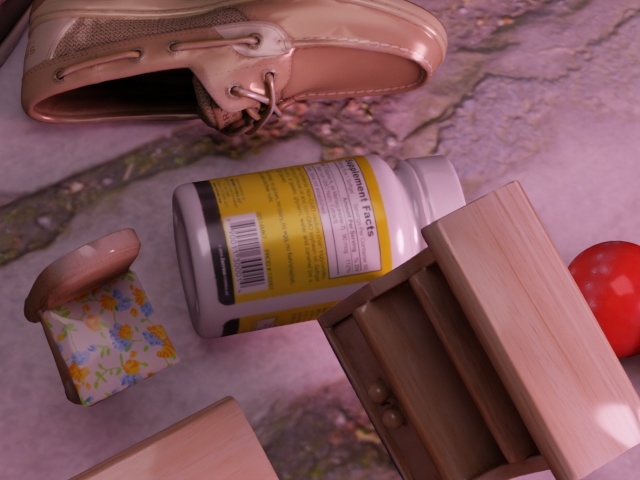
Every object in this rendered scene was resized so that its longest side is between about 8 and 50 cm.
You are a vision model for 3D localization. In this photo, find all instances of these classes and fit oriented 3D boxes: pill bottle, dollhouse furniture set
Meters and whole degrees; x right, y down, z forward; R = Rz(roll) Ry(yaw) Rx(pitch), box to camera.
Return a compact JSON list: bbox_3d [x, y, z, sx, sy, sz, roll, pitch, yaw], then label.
[{"bbox_3d":[0.000,0.000,1.242,0.208,0.119,0.119,-9,60,-11],"label":"pill bottle"},{"bbox_3d":[-0.040,0.150,1.009,0.394,0.256,0.362,-27,85,-20],"label":"dollhouse furniture set"}]

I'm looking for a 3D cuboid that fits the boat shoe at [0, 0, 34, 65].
[{"bbox_3d":[-0.266,-0.266,1.390,0.117,0.096,0.324,21,60,8],"label":"boat shoe"}]

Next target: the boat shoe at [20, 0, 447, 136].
[{"bbox_3d":[-0.069,-0.134,1.325,0.341,0.121,0.110,0,63,7],"label":"boat shoe"}]

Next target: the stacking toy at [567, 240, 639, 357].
[{"bbox_3d":[0.333,0.089,1.218,0.330,0.141,0.141,20,60,13],"label":"stacking toy"}]
